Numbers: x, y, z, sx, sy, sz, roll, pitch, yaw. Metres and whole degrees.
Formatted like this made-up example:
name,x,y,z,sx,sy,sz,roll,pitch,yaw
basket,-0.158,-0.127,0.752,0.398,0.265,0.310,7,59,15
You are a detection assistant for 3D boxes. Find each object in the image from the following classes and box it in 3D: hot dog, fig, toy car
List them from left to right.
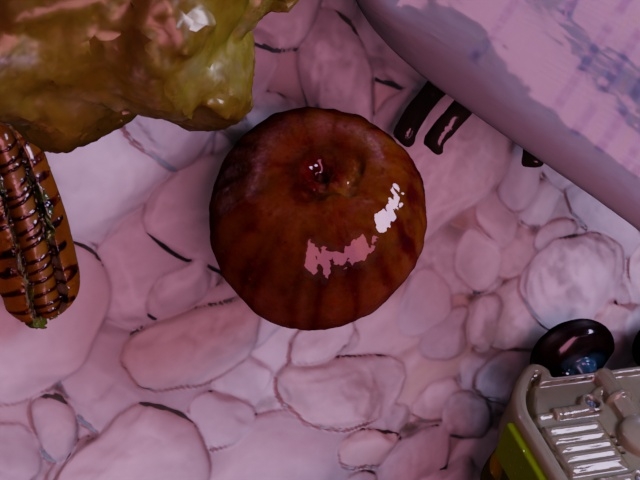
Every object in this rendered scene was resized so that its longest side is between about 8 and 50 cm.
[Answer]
name,x,y,z,sx,sy,sz,roll,pitch,yaw
hot dog,-0.160,-0.008,0.705,0.049,0.037,0.122,-22,115,-20
fig,0.002,-0.014,0.741,0.128,0.150,0.128,1,96,10
toy car,0.225,0.181,0.875,0.248,0.204,0.198,-5,131,-21

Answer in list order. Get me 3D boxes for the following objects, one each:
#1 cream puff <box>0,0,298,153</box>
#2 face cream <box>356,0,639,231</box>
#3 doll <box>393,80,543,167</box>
name,x,y,z,sx,sy,sz,roll,pitch,yaw
cream puff,-0.113,-0.153,0.586,0.244,0.244,0.196,-48,153,-4
face cream,0.159,-0.147,0.690,0.420,0.137,0.235,34,104,-9
doll,0.127,-0.124,0.788,0.139,0.057,0.165,9,93,-25
